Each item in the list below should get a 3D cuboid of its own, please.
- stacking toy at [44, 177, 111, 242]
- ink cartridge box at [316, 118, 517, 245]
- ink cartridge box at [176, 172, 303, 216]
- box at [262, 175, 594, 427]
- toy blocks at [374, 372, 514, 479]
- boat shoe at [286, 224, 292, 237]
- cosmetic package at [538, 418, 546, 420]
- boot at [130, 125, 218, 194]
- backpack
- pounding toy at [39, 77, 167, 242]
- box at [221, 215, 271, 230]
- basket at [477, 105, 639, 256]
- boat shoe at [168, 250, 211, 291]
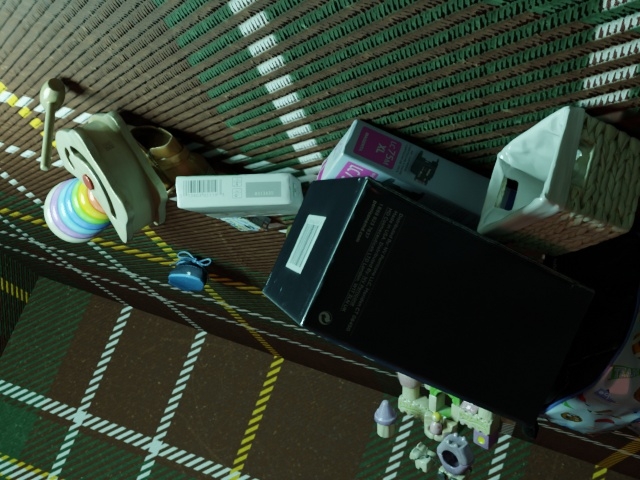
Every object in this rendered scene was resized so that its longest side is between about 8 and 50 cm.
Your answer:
[{"bbox_3d":[-0.451,-0.081,1.651,0.141,0.141,0.330,29,159,-26],"label":"stacking toy"},{"bbox_3d":[0.156,-0.050,1.107,0.311,0.065,0.186,21,165,-7],"label":"ink cartridge box"},{"bbox_3d":[-0.116,-0.071,1.334,0.181,0.056,0.224,-2,179,9],"label":"ink cartridge box"},{"bbox_3d":[0.111,0.064,0.994,0.294,0.183,0.296,24,178,-12],"label":"box"},{"bbox_3d":[0.285,0.326,1.852,0.288,0.309,0.260,19,124,36],"label":"toy blocks"},{"bbox_3d":[0.000,0.000,1.476,0.049,0.056,0.152,-9,-163,-43],"label":"boat shoe"},{"bbox_3d":[0.334,0.224,1.607,0.385,0.156,0.217,28,161,-20],"label":"cosmetic package"},{"bbox_3d":[-0.275,-0.137,1.356,0.197,0.073,0.152,2,155,29],"label":"boot"},{"bbox_3d":[0.394,0.124,1.045,0.213,0.277,0.263,15,157,3],"label":"backpack"},{"bbox_3d":[-0.378,-0.114,1.304,0.270,0.155,0.154,58,151,-2],"label":"pounding toy"},{"bbox_3d":[-0.174,-0.059,1.547,0.137,0.027,0.094,31,163,-33],"label":"box"},{"bbox_3d":[0.256,-0.054,0.868,0.103,0.113,0.167,21,165,-8],"label":"basket"},{"bbox_3d":[-0.345,0.074,2.102,0.109,0.089,0.258,28,166,-19],"label":"boat shoe"}]
